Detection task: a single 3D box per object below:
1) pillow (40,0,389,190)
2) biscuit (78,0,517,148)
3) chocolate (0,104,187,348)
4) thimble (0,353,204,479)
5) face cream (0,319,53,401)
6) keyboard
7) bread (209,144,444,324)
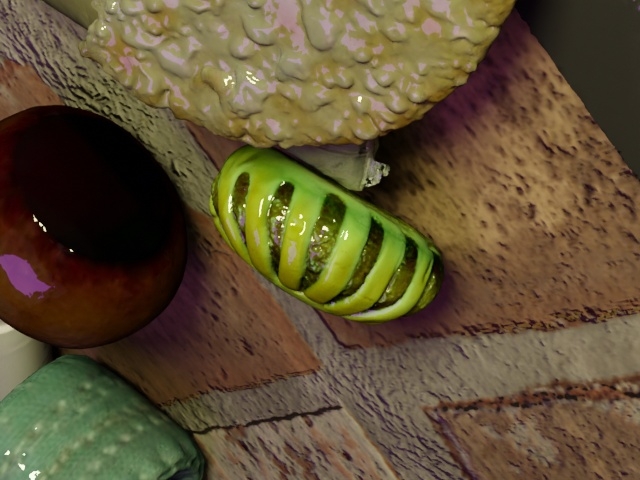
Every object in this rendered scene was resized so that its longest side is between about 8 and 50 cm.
[{"bbox_3d":[-0.075,-0.159,0.843,0.302,0.075,0.185,32,139,20],"label":"pillow"},{"bbox_3d":[0.002,-0.111,0.739,0.290,0.038,0.141,-17,114,39],"label":"biscuit"},{"bbox_3d":[-0.172,-0.002,1.056,0.177,0.177,0.176,29,144,24],"label":"chocolate"},{"bbox_3d":[-0.197,0.209,1.288,0.143,0.198,0.235,34,179,15],"label":"thimble"},{"bbox_3d":[-0.275,0.088,1.323,0.102,0.102,0.345,33,145,19],"label":"face cream"},{"bbox_3d":[0.128,-0.103,0.734,0.196,0.015,0.074,52,151,-10],"label":"keyboard"},{"bbox_3d":[0.000,0.000,0.901,0.139,0.071,0.130,28,180,-29],"label":"bread"}]
